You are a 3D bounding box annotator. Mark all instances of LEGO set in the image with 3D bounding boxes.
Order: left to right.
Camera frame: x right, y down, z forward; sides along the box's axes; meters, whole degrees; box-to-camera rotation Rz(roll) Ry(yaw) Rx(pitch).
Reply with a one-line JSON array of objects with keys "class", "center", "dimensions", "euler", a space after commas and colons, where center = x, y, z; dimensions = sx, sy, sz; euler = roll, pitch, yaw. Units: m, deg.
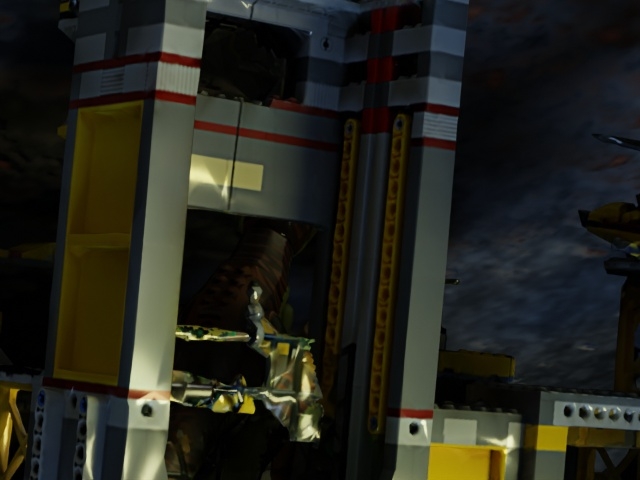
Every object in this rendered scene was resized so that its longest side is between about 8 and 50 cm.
[{"class": "LEGO set", "center": [0.000, 0.000, 0.597], "dimensions": [0.331, 0.192, 0.255], "euler": [7, 176, -26]}]

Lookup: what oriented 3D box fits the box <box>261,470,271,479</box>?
[{"class": "box", "center": [-0.047, 0.246, 0.776], "dimensions": [0.262, 0.231, 0.127], "euler": [-25, -174, -23]}]
